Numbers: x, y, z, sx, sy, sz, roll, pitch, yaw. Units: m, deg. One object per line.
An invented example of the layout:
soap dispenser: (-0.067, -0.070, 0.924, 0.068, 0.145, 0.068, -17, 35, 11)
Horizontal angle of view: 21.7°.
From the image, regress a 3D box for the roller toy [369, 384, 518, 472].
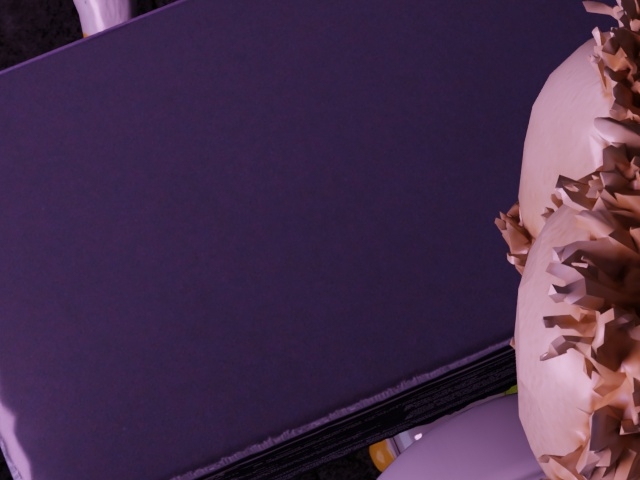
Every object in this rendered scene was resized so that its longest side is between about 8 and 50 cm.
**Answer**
roller toy: (0.101, 0.114, 1.079, 0.209, 0.146, 0.191, 71, 174, -51)

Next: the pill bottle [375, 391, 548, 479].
pill bottle: (0.154, 0.252, 0.770, 0.204, 0.204, 0.361, 71, 175, -46)

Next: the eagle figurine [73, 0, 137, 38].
eagle figurine: (-0.081, -0.180, 0.868, 0.226, 0.298, 0.225, -111, 27, -53)

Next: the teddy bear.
teddy bear: (0.146, 0.089, 0.419, 0.338, 0.113, 0.245, 63, -163, -6)

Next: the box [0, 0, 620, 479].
box: (0.000, 0.000, 0.751, 0.294, 0.296, 0.182, 98, 149, -80)
